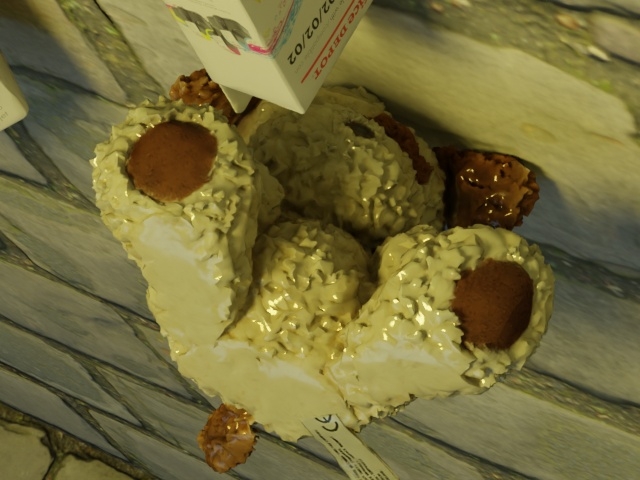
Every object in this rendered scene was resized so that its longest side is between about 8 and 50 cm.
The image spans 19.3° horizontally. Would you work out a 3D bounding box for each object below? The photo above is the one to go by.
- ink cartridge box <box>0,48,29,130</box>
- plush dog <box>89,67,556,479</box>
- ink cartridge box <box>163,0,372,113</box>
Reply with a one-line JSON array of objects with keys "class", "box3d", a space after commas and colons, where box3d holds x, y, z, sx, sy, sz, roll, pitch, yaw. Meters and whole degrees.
[{"class": "ink cartridge box", "box3d": [-0.367, -0.163, 1.228, 0.119, 0.207, 0.353, 61, -177, 35]}, {"class": "plush dog", "box3d": [0.000, 0.000, 1.099, 0.262, 0.225, 0.210, 23, 135, 0]}, {"class": "ink cartridge box", "box3d": [-0.022, -0.138, 0.925, 0.062, 0.104, 0.181, 22, 162, 27]}]
